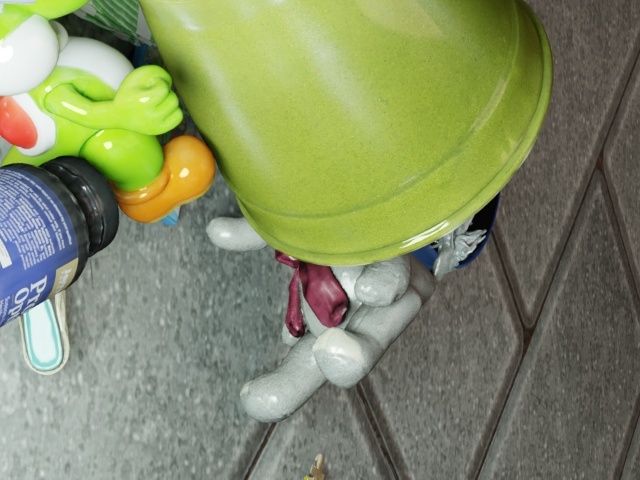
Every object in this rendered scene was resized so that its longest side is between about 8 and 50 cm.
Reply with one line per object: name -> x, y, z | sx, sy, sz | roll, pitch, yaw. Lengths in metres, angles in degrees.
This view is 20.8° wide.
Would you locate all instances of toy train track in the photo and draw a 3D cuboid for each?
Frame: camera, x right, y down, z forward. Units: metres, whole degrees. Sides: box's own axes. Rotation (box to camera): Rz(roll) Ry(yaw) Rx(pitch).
toy train track -> -0.013, 0.301, 2.125 | 0.048, 0.014, 0.083 | 51, 50, -59

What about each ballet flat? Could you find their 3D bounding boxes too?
ballet flat -> -0.265, 0.042, 1.631 | 0.052, 0.057, 0.168 | -110, -162, -82

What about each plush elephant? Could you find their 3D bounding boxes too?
plush elephant -> 0.000, 0.000, 1.933 | 0.330, 0.272, 0.255 | -43, 94, -23

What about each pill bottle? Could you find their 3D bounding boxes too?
pill bottle -> -0.276, 0.006, 1.486 | 0.219, 0.123, 0.123 | -33, 118, -48

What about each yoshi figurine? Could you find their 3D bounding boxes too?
yoshi figurine -> -0.213, -0.178, 1.563 | 0.362, 0.203, 0.203 | 45, 49, -53

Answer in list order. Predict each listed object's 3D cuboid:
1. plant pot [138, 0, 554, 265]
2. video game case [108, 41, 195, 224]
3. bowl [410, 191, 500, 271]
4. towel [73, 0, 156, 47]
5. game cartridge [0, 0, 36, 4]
plant pot -> -0.009, -0.222, 1.678 | 0.353, 0.366, 0.366 | 50, 46, -46
video game case -> -0.172, -0.114, 1.842 | 0.119, 0.015, 0.166 | 40, 54, -56
bowl -> 0.156, -0.142, 2.411 | 0.391, 0.077, 0.391 | 5, 84, -62
towel -> -0.249, -0.343, 1.690 | 0.325, 0.038, 0.248 | 22, 68, -59
game cartridge -> -0.329, -0.335, 1.388 | 0.198, 0.062, 0.297 | -1, 80, -19
